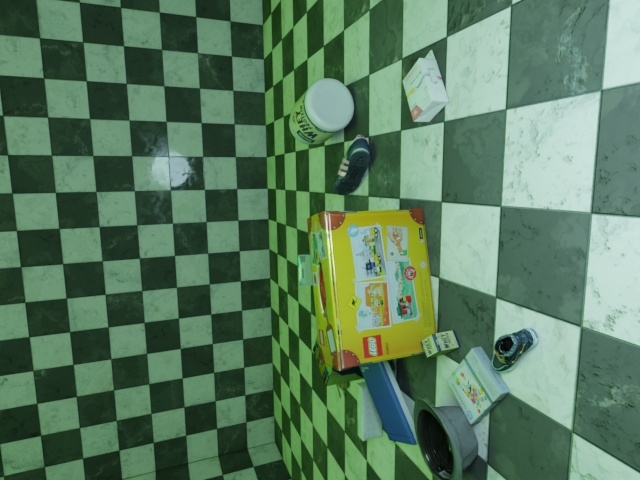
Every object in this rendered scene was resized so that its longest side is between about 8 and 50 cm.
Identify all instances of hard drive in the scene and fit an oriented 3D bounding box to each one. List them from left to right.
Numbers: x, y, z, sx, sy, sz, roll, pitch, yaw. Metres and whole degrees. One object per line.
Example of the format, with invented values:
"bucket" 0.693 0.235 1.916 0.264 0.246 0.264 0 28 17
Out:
"hard drive" 0.265 0.629 1.647 0.319 0.040 0.210 67 155 11

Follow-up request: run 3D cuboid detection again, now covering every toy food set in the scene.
"toy food set" 0.114 0.713 2.167 0.133 0.038 0.192 -109 20 -51

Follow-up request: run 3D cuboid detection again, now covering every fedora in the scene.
"fedora" 0.395 0.606 1.285 0.243 0.124 0.276 -153 53 -68

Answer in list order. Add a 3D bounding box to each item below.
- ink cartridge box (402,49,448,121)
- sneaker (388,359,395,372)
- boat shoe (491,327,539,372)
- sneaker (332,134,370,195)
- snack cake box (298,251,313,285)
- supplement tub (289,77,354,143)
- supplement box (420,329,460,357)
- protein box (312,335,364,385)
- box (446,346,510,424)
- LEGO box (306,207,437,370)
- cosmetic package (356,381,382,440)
"ink cartridge box" 0.329 -0.497 1.342 0.115 0.067 0.199 134 129 -63
"sneaker" 0.259 0.461 1.704 0.167 0.064 0.076 60 142 45
"boat shoe" 0.475 0.288 1.080 0.184 0.083 0.065 107 151 -43
"sneaker" 0.140 -0.327 1.846 0.319 0.112 0.131 125 154 -54
"snack cake box" -0.024 0.132 2.136 0.264 0.089 0.152 -13 -80 -70
"supplement tub" -0.007 -0.590 1.964 0.324 0.235 0.236 172 94 -69
"supplement box" 0.381 0.330 1.330 0.083 0.083 0.056 119 141 -55
"protein box" 0.096 0.536 1.943 0.201 0.199 0.136 -115 30 -44
"box" 0.454 0.425 1.222 0.186 0.038 0.145 105 152 -42
"LEGO box" 0.174 0.151 1.437 0.193 0.371 0.502 164 102 -69
"cosmetic package" 0.213 0.737 1.818 0.060 0.098 0.240 -167 75 -68
